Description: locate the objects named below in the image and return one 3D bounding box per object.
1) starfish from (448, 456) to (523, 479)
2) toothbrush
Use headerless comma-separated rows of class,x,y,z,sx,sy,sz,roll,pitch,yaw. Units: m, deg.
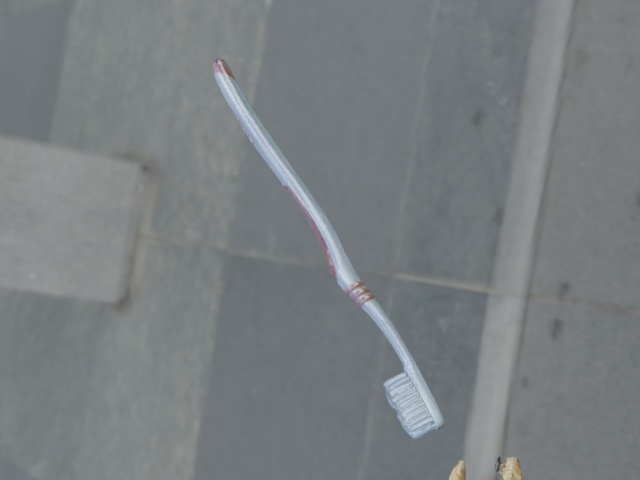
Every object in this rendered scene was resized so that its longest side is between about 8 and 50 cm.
starfish,0.157,0.298,1.056,0.060,0.299,0.302,-12,88,29
toothbrush,0.000,0.000,0.638,0.193,0.019,0.013,60,173,13
